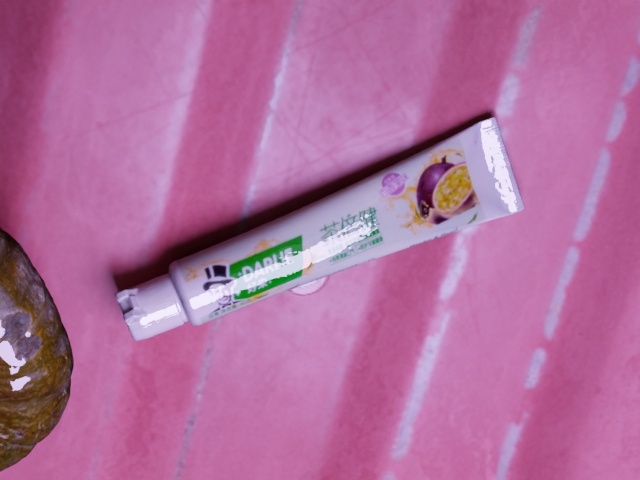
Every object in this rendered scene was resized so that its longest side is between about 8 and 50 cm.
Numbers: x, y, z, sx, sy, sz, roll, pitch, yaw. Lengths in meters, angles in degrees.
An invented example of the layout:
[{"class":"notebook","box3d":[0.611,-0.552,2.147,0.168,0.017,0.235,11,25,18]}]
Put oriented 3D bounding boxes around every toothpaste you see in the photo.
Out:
[{"class":"toothpaste","box3d":[0.000,0.000,1.089,0.314,0.056,0.058,-22,152,-5]}]

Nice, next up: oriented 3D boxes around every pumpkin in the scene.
[{"class":"pumpkin","box3d":[-0.287,0.079,1.006,0.219,0.162,0.219,-4,115,-8]}]
